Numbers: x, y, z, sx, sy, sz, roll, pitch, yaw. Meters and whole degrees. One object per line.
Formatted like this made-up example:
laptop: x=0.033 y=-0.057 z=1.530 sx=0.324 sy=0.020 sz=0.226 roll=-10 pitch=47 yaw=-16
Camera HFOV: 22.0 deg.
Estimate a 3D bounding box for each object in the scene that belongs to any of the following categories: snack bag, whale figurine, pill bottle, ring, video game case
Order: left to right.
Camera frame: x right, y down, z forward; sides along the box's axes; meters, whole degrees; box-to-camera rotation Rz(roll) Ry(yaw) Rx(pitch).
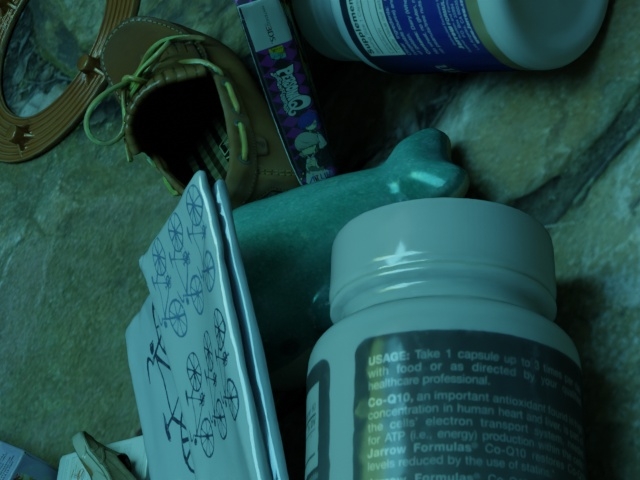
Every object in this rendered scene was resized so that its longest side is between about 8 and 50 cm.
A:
ring: x=-0.336 y=-0.256 z=2.017 sx=0.336 sy=0.032 sz=0.337 roll=-24 pitch=55 yaw=39
snack bag: x=-0.105 y=0.154 z=1.370 sx=0.342 sy=0.037 sz=0.323 roll=129 pitch=131 yaw=-61
video game case: x=-0.044 y=-0.199 z=1.510 sx=0.041 sy=0.210 sz=0.232 roll=-17 pitch=41 yaw=4
whale figurine: x=0.000 y=0.000 z=1.411 sx=0.272 sy=0.141 sz=0.216 roll=-43 pitch=27 yaw=16
pill bottle: x=0.103 y=-0.219 z=1.412 sx=0.264 sy=0.153 sz=0.153 roll=6 pitch=75 yaw=50
pill bottle: x=0.090 y=0.165 z=1.185 sx=0.204 sy=0.204 sz=0.361 roll=-22 pitch=56 yaw=40

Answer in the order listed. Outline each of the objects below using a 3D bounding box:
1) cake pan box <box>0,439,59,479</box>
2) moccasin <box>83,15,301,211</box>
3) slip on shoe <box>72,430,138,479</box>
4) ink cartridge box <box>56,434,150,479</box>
cake pan box: x=-0.413 y=0.324 z=1.741 sx=0.245 sy=0.070 sz=0.267 roll=11 pitch=69 yaw=52
moccasin: x=-0.139 y=-0.122 z=1.635 sx=0.139 sy=0.147 sz=0.380 roll=-50 pitch=41 yaw=17
slip on shoe: x=-0.197 y=0.215 z=1.544 sx=0.041 sy=0.051 sz=0.135 roll=-28 pitch=25 yaw=-10
ink cartridge box: x=-0.204 y=0.272 z=1.597 sx=0.179 sy=0.045 sz=0.145 roll=-22 pitch=56 yaw=51
